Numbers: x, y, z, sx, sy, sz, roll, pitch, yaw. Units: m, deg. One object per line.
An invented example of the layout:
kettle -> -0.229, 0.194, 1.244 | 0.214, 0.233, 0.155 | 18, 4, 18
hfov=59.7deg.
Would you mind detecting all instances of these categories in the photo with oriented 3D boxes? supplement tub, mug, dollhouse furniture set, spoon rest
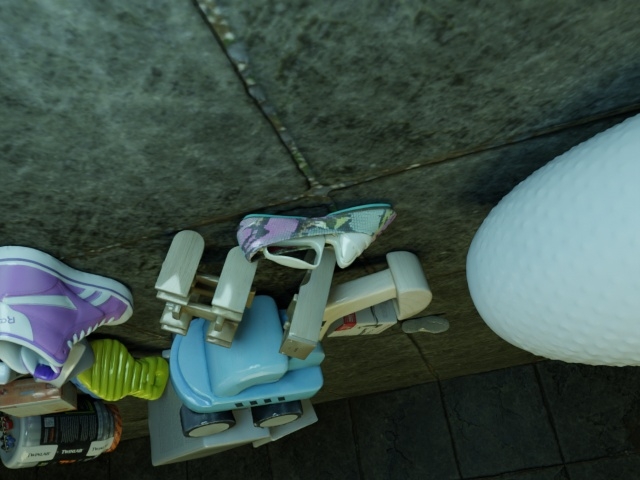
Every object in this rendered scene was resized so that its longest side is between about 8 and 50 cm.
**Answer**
supplement tub -> -0.798, 0.591, 1.733 | 0.193, 0.194, 0.315 | -26, 153, 36
mug -> 0.387, -0.004, 0.708 | 0.374, 0.276, 0.328 | -32, -179, -37
dollhouse furniture set -> -0.112, 0.063, 0.846 | 0.241, 0.161, 0.212 | 17, 154, -5
spoon rest -> -0.454, 0.197, 0.959 | 0.137, 0.084, 0.276 | 24, 165, -21

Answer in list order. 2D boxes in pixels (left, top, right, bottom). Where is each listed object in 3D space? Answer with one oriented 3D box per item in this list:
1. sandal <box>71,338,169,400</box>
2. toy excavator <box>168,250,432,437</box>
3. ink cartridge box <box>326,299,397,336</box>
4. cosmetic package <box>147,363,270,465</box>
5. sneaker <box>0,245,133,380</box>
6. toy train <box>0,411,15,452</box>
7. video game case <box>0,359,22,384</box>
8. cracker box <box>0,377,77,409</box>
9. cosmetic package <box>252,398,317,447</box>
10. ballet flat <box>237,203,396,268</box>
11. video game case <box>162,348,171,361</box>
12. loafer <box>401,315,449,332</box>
sandal -> -0.470, 0.292, 1.236 | 0.138, 0.126, 0.317 | 3, 157, 15
toy excavator -> -0.057, 0.184, 1.053 | 0.432, 0.223, 0.445 | -2, 149, -21
ink cartridge box -> 0.089, 0.175, 1.254 | 0.135, 0.056, 0.099 | 1, 155, -23
cosmetic package -> -0.300, 0.418, 1.403 | 0.161, 0.230, 0.453 | 3, 156, -31
sneaker -> -0.370, 0.127, 0.806 | 0.102, 0.161, 0.282 | -16, 159, 13
toy train -> -0.885, 0.517, 1.570 | 0.036, 0.159, 0.027 | -7, -179, 4
video game case -> -0.652, 0.197, 0.882 | 0.328, 0.036, 0.300 | 7, 168, -20
cracker box -> -0.755, 0.419, 1.495 | 0.155, 0.067, 0.232 | -4, 159, -15
cosmetic package -> -0.136, 0.416, 1.503 | 0.138, 0.224, 0.225 | -16, 163, -26
ballet flat -> 0.000, 0.000, 0.752 | 0.221, 0.079, 0.077 | -5, 157, -13
video game case -> -0.292, 0.293, 1.438 | 0.190, 0.022, 0.173 | -9, 158, -4
loafer -> 0.277, 0.223, 1.484 | 0.125, 0.045, 0.039 | -3, 175, 2
